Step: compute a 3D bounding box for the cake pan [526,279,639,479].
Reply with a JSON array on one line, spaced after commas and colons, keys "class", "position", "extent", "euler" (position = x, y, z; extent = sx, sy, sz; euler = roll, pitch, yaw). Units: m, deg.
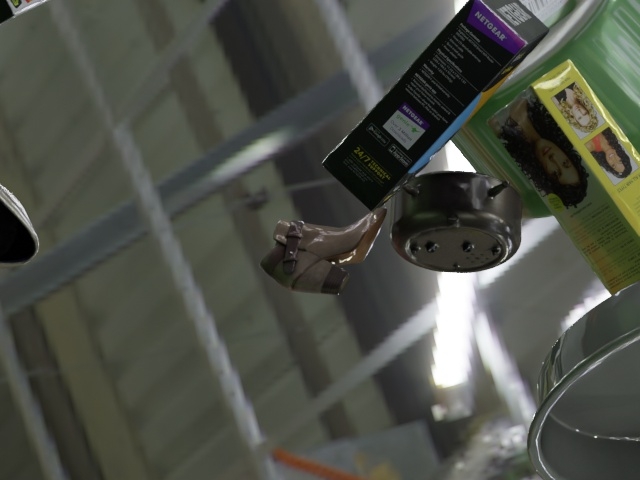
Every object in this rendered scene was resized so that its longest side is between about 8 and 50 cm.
[{"class": "cake pan", "position": [0.290, 0.102, 1.371], "extent": [0.293, 0.293, 0.054], "euler": [-56, -142, 43]}]

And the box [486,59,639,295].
[{"class": "box", "position": [0.248, -0.039, 1.609], "extent": [0.232, 0.058, 0.087], "euler": [53, -31, 4]}]

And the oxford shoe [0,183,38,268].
[{"class": "oxford shoe", "position": [-0.409, -0.065, 1.685], "extent": [0.130, 0.348, 0.123], "euler": [19, -92, 56]}]

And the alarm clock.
[{"class": "alarm clock", "position": [0.135, -0.005, 1.807], "extent": [0.192, 0.129, 0.064], "euler": [73, 19, -65]}]

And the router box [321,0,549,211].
[{"class": "router box", "position": [0.074, -0.090, 1.119], "extent": [0.046, 0.179, 0.133], "euler": [43, -75, 2]}]

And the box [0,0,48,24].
[{"class": "box", "position": [-0.276, -0.277, 1.453], "extent": [0.036, 0.114, 0.207], "euler": [-22, -79, 29]}]

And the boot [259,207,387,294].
[{"class": "boot", "position": [0.000, 0.000, 1.744], "extent": [0.087, 0.118, 0.042], "euler": [23, -31, 17]}]

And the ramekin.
[{"class": "ramekin", "position": [0.248, -0.184, 1.885], "extent": [0.148, 0.303, 0.303], "euler": [44, -30, -24]}]
